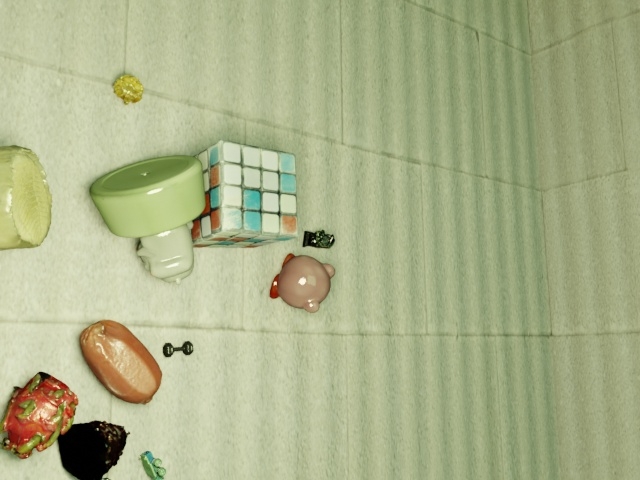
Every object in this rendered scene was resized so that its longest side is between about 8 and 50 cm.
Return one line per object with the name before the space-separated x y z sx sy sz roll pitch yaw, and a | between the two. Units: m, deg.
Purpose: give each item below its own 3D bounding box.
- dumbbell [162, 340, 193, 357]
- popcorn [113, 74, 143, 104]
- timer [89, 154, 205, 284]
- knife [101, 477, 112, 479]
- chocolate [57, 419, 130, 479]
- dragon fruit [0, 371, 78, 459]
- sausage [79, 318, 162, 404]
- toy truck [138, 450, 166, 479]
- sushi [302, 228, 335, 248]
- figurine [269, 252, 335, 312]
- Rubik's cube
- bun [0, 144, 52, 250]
dumbbell | -0.392 0.299 1.825 0.083 0.040 0.036 1 111 -38
popcorn | -0.531 -0.416 1.829 0.082 0.083 0.057 69 9 -48
timer | -0.422 -0.033 1.750 0.290 0.290 0.316 -30 120 -38
knife | -0.625 0.647 1.582 0.296 0.026 0.044 -21 106 -40
chocolate | -0.539 0.502 1.633 0.133 0.156 0.156 -10 87 -68
dragon fruit | -0.658 0.406 1.526 0.160 0.166 0.172 86 23 -45
sausage | -0.502 0.309 1.677 0.148 0.148 0.255 -42 104 -36
toy truck | -0.432 0.636 1.710 0.081 0.067 0.175 -25 97 -38
sushi | 0.000 0.000 2.164 0.083 0.084 0.056 20 70 -36
figurine | -0.051 0.129 2.046 0.173 0.173 0.174 8 76 -37
Rubik's cube | -0.235 -0.119 1.891 0.258 0.253 0.257 3 79 -39
bun | -0.725 -0.096 1.519 0.152 0.259 0.260 -5 84 -1
